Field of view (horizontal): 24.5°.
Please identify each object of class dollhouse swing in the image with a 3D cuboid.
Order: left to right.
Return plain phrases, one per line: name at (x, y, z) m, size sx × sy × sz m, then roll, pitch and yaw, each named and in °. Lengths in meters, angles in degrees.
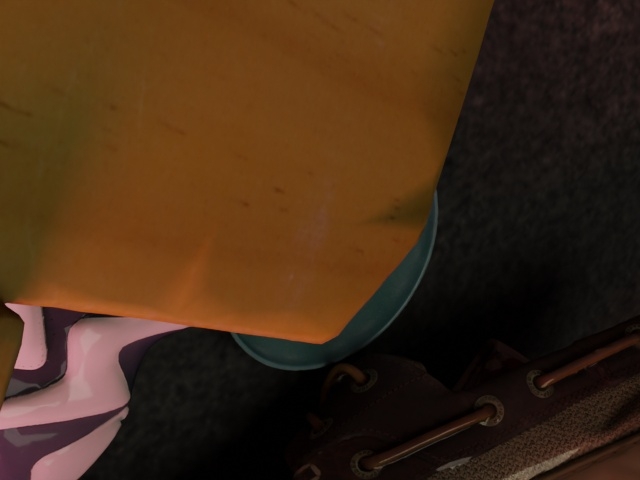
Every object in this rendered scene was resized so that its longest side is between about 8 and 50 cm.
dollhouse swing at (-0.117, -0.153, 0.397) m, size 0.305 × 0.315 × 0.346 m, roll 7°, pitch 100°, yaw -74°

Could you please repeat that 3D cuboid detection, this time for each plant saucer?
plant saucer at (0.000, 0.000, 0.657) m, size 0.119 × 0.021 × 0.119 m, roll -18°, pitch 122°, yaw -31°

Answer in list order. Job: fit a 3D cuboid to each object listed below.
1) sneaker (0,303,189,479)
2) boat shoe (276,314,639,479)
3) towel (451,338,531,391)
sneaker at (-0.092, -0.036, 0.519) m, size 0.235 × 0.094 × 0.153 m, roll -48°, pitch 130°, yaw -11°
boat shoe at (0.040, 0.112, 0.687) m, size 0.342 × 0.123 × 0.123 m, roll -18°, pitch 151°, yaw -6°
towel at (0.080, 0.235, 0.827) m, size 0.237 × 0.037 × 0.329 m, roll 30°, pitch 91°, yaw -44°
